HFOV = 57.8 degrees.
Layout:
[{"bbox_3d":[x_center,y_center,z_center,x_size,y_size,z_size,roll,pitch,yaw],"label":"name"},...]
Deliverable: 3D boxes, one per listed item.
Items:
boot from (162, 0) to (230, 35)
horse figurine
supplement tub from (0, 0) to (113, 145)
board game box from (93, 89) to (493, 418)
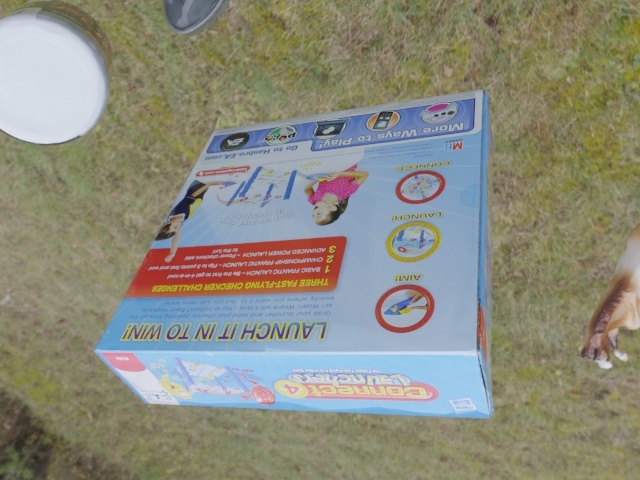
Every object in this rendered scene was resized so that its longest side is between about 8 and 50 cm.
[{"bbox_3d":[-0.140,-0.279,0.487,0.076,0.208,0.190,43,113,16],"label":"boot"},{"bbox_3d":[0.402,0.046,0.699,0.174,0.066,0.263,32,92,-39],"label":"horse figurine"},{"bbox_3d":[-0.272,-0.177,0.586,0.116,0.190,0.117,-8,119,-14],"label":"supplement tub"},{"bbox_3d":[0.000,0.000,0.536,0.307,0.302,0.086,-3,135,21],"label":"board game box"}]
